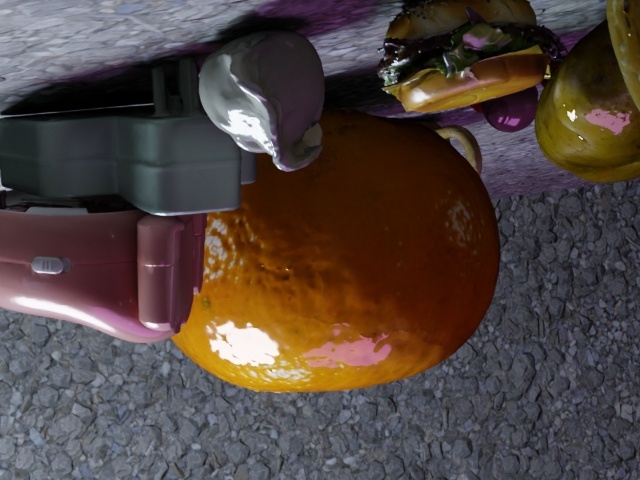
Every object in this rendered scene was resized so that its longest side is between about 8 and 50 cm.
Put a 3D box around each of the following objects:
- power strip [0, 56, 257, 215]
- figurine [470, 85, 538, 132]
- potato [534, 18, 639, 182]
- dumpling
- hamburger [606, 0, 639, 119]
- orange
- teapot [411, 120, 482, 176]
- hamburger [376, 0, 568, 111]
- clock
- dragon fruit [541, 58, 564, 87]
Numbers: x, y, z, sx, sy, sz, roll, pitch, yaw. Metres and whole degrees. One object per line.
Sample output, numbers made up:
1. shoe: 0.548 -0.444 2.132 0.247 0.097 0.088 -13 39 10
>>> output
1. power strip: -0.170 -0.107 1.564 0.229 0.141 0.261 -7 -171 -28
2. figurine: 0.232 -0.166 1.962 0.083 0.067 0.071 -25 -157 -21
3. potato: 0.300 -0.147 1.566 0.196 0.176 0.369 -3 180 15
4. dumpling: -0.045 -0.121 1.420 0.108 0.127 0.188 -18 -179 10
5. hamburger: 0.383 -0.146 1.192 0.318 0.276 0.195 -16 -176 11
6. orange: 0.000 0.000 1.883 0.424 0.326 0.424 -5 -171 1
7. teapot: 0.099 -0.073 2.242 0.311 0.167 0.203 -13 174 38
8. hamburger: 0.125 -0.169 1.410 0.164 0.093 0.189 -13 178 -1
9. clock: -0.243 0.020 1.600 0.241 0.142 0.227 5 -170 3
10. dragon fruit: 0.347 -0.186 1.892 0.162 0.083 0.106 -15 177 31
